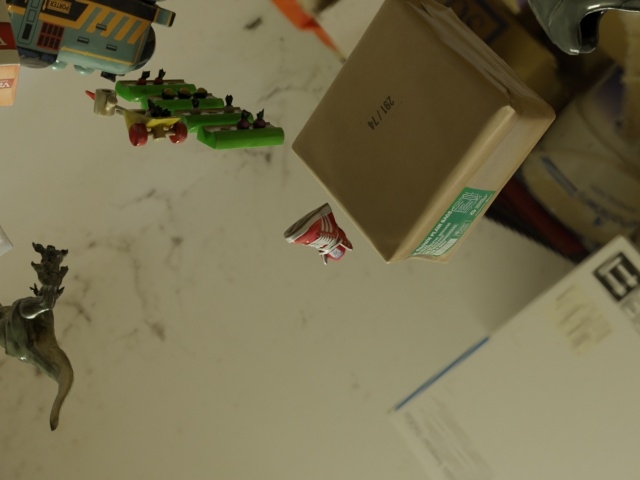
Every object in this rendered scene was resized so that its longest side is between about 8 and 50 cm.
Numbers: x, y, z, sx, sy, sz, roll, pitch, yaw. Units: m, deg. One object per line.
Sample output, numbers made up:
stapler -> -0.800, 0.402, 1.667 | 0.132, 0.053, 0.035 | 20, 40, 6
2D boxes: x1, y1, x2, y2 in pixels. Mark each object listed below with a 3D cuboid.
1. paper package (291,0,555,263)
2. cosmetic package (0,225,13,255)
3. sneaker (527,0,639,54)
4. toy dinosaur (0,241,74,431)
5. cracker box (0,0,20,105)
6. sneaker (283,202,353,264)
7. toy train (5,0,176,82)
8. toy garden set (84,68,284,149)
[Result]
paper package -> 0.157, -0.173, 1.669 | 0.168, 0.325, 0.309 | 3, -140, -48
cosmetic package -> -0.506, -0.059, 1.380 | 0.060, 0.099, 0.239 | 29, 149, 42
sneaker -> 0.288, -0.255, 0.861 | 0.109, 0.286, 0.130 | -17, -101, -45
toy dinosaur -> -0.266, 0.069, 0.979 | 0.064, 0.118, 0.268 | 14, -173, -35
cracker box -> -0.348, -0.217, 0.859 | 0.067, 0.155, 0.232 | -50, 54, 57
sneaker -> 0.000, 0.000, 1.210 | 0.067, 0.042, 0.118 | 60, -157, -4
toy train -> -0.279, -0.282, 1.180 | 0.142, 0.190, 0.334 | 25, -169, 20
toy garden set -> -0.196, -0.178, 1.354 | 0.203, 0.049, 0.244 | -9, -152, -41
